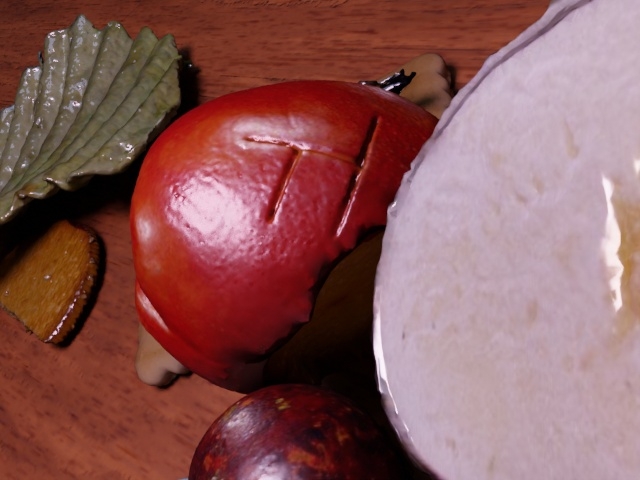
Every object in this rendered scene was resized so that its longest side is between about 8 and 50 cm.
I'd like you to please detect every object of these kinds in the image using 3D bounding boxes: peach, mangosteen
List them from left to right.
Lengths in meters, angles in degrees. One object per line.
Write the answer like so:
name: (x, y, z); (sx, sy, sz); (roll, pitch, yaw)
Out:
mangosteen: (-0.026, 0.171, 0.544); (0.146, 0.156, 0.181); (35, 61, 25)
peach: (0.000, 0.000, 0.607); (0.226, 0.189, 0.196); (4, 21, 4)

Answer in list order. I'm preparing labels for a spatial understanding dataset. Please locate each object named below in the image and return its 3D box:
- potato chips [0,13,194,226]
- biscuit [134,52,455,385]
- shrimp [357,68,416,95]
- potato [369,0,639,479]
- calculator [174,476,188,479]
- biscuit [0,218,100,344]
potato chips: (-0.312, -0.114, 1.122); (0.373, 0.097, 0.389); (-34, 32, 18)
biscuit: (-0.027, -0.020, 0.816); (0.325, 0.044, 0.217); (-26, 44, 26)
shrimp: (-0.021, -0.014, 0.742); (0.262, 0.051, 0.198); (-29, 51, 18)
potato: (0.182, 0.017, 0.428); (0.300, 0.196, 0.246); (-8, 79, 59)
calculator: (-0.137, 0.292, 0.642); (0.184, 0.042, 0.295); (9, 63, 48)
biscuit: (-0.281, 0.036, 1.030); (0.126, 0.025, 0.206); (-54, 37, -8)
